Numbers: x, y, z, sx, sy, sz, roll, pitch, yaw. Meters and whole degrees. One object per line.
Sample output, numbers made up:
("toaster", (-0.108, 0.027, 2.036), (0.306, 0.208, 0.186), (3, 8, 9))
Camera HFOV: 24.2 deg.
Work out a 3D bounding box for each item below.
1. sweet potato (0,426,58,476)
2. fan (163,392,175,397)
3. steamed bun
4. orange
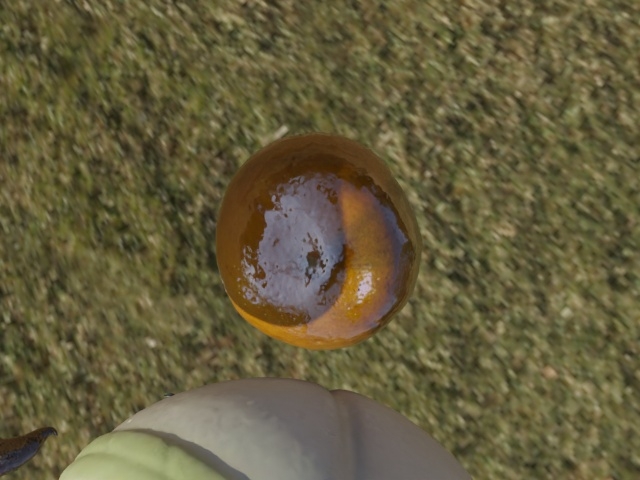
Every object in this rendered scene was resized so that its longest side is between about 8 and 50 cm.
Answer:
("sweet potato", (-0.400, 0.259, 1.733), (0.206, 0.060, 0.068), (-17, 153, -30))
("fan", (-0.145, 0.209, 1.787), (0.220, 0.132, 0.009), (53, 45, -65))
("steamed bun", (-0.030, 0.203, 0.879), (0.309, 0.309, 0.309), (-9, 117, -18))
("orange", (0.000, 0.000, 1.640), (0.240, 0.171, 0.240), (4, 101, 19))
